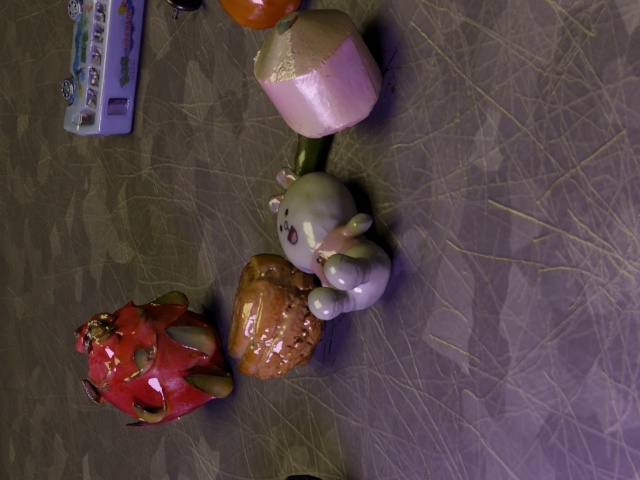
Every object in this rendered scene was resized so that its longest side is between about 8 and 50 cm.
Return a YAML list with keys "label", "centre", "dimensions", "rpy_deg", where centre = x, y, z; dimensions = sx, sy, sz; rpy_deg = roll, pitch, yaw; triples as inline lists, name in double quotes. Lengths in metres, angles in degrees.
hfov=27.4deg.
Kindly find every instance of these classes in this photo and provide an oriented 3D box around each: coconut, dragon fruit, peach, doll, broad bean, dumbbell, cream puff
- label: "coconut"
  centre: [-0.008, -0.222, 1.680]
  dimensions: [0.147, 0.147, 0.152]
  rpy_deg: [29, 156, 57]
- label: "dragon fruit"
  centre: [-0.269, 0.192, 2.114]
  dimensions: [0.224, 0.227, 0.224]
  rpy_deg: [11, 104, 52]
- label: "peach"
  centre: [-0.093, -0.374, 1.877]
  dimensions: [0.138, 0.138, 0.138]
  rpy_deg: [2, 93, 60]
- label: "doll"
  centre: [0.013, 0.002, 1.730]
  dimensions: [0.275, 0.113, 0.154]
  rpy_deg: [-119, 37, -51]
- label: "broad bean"
  centre: [-0.017, -0.133, 1.827]
  dimensions: [0.052, 0.053, 0.256]
  rpy_deg: [19, 113, 19]
- label: "dumbbell"
  centre: [-0.219, -0.421, 2.154]
  dimensions: [0.147, 0.069, 0.069]
  rpy_deg: [-61, 41, 41]
- label: "cream puff"
  centre: [-0.058, 0.111, 1.819]
  dimensions: [0.189, 0.130, 0.189]
  rpy_deg: [-168, 90, -85]

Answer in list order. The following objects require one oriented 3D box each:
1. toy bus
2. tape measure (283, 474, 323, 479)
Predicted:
- label: "toy bus"
  centre: [-0.400, -0.350, 2.446]
  dimensions: [0.136, 0.109, 0.329]
  rpy_deg: [26, 114, 45]
- label: "tape measure"
  centre: [-0.024, 0.457, 1.761]
  dimensions: [0.256, 0.147, 0.275]
  rpy_deg: [-51, 44, 46]
